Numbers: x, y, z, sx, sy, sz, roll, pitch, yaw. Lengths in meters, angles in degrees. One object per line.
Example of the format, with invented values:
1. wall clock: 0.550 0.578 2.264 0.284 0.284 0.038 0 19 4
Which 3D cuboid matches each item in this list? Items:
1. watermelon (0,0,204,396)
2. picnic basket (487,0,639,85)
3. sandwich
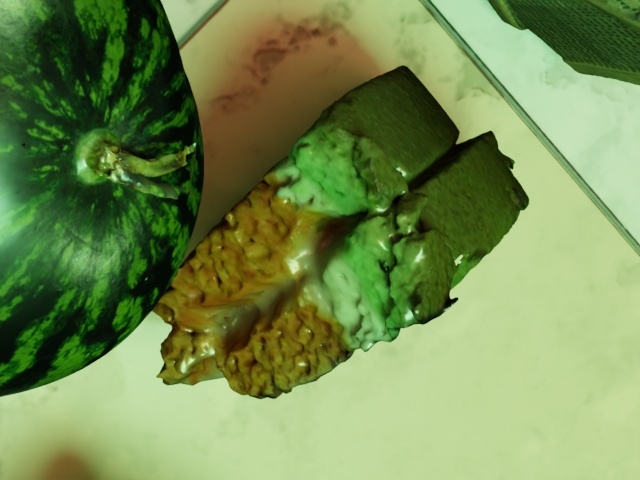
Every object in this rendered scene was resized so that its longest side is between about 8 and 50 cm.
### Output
1. watermelon: -0.187 -0.051 0.679 0.269 0.269 0.269 -4 103 -17
2. picnic basket: 0.172 -0.187 0.759 0.139 0.267 0.165 36 93 -15
3. sandwich: 0.011 -0.008 0.773 0.212 0.292 0.109 -33 93 32
